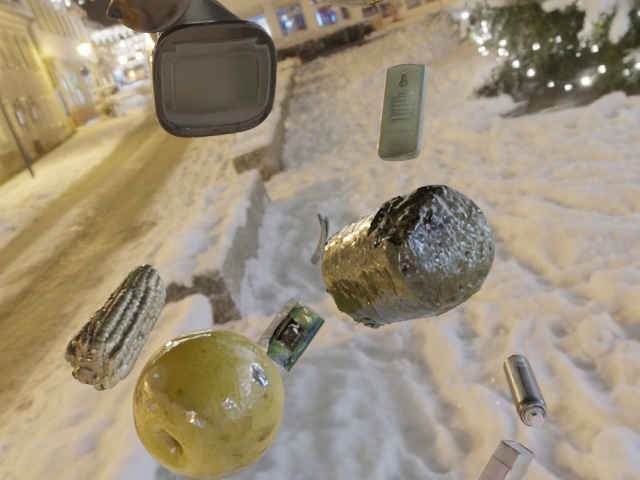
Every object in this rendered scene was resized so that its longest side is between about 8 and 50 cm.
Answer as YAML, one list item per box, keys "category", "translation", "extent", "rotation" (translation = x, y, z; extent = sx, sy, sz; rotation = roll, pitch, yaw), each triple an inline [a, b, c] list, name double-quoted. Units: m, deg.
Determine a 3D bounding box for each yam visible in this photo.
- category: "yam"
  translation: [0.130, 0.035, 1.138]
  extent: [0.195, 0.195, 0.300]
  rotation: [-27, -2, -25]

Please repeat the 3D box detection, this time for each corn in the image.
- category: "corn"
  translation: [-0.260, 0.113, 0.939]
  extent: [0.087, 0.087, 0.211]
  rotation: [-14, 22, 18]

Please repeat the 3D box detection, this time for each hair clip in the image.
- category: "hair clip"
  translation: [0.001, 0.000, 1.431]
  extent: [0.030, 0.115, 0.039]
  rotation: [20, 36, 28]

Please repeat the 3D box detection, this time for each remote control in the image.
- category: "remote control"
  translation: [0.185, -0.288, 1.591]
  extent: [0.098, 0.233, 0.038]
  rotation: [-1, -18, 24]

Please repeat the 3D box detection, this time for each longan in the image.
- category: "longan"
  translation: [-0.212, -0.302, 0.863]
  extent: [0.113, 0.092, 0.113]
  rotation: [-34, -7, -5]

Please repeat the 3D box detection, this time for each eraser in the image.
- category: "eraser"
  translation: [0.320, 0.487, 1.340]
  extent: [0.052, 0.225, 0.096]
  rotation: [31, 4, 36]

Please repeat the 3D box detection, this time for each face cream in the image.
- category: "face cream"
  translation: [0.521, 0.384, 1.797]
  extent: [0.073, 0.073, 0.283]
  rotation: [-16, 15, 11]

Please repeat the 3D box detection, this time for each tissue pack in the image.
- category: "tissue pack"
  translation: [-0.053, 0.165, 1.265]
  extent: [0.111, 0.079, 0.085]
  rotation: [-54, -2, -2]

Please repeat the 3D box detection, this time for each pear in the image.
- category: "pear"
  translation: [-0.245, 0.361, 1.574]
  extent: [0.349, 0.348, 0.348]
  rotation: [-18, 15, 5]

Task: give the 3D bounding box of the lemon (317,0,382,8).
- category: "lemon"
  translation: [0.047, -0.412, 0.876]
  extent: [0.236, 0.235, 0.263]
  rotation: [-17, -26, 7]

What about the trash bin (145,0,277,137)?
- category: "trash bin"
  translation: [-0.222, -0.334, 1.314]
  extent: [0.220, 0.219, 0.250]
  rotation: [-8, 37, -20]
